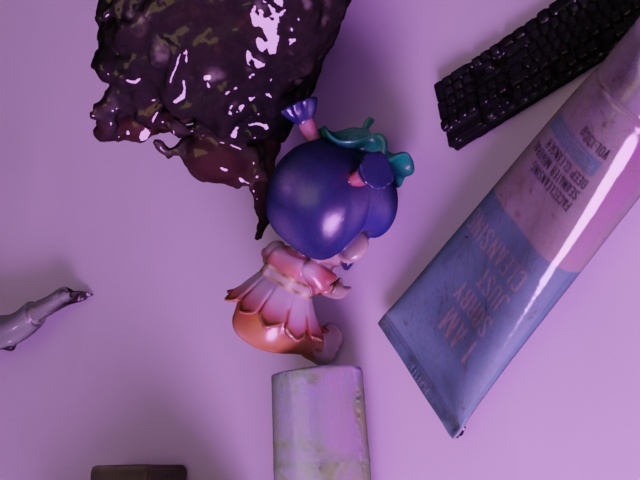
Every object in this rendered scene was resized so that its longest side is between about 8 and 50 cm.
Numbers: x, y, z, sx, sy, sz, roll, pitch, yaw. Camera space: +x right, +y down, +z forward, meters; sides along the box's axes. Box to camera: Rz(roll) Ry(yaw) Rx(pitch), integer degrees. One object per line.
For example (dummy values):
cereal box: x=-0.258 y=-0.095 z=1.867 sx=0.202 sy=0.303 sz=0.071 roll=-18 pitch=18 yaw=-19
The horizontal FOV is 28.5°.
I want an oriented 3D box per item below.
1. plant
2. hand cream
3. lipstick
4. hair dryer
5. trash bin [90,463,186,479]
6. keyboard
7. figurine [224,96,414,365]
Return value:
plant: x=-0.081 y=-0.156 z=0.988 sx=0.234 sy=0.204 sz=0.178 roll=-60 pitch=7 yaw=36
hand cream: x=0.139 y=-0.011 z=0.821 sx=0.312 sy=0.070 sz=0.111 roll=-55 pitch=52 yaw=28
lipstick: x=0.004 y=0.245 z=0.902 sx=0.076 sy=0.076 sz=0.304 roll=-16 pitch=72 yaw=42
hair dryer: x=-0.341 y=0.155 z=1.274 sx=0.267 sy=0.092 sz=0.229 roll=2 pitch=92 yaw=35
trash bin: x=-0.162 y=0.225 z=1.094 sx=0.092 sy=0.043 sz=0.060 roll=-9 pitch=76 yaw=45
keyboard: x=0.154 y=-0.130 z=0.860 sx=0.195 sy=0.018 sz=0.060 roll=-32 pitch=59 yaw=36
figurine: x=0.000 y=0.000 z=0.931 sx=0.111 sy=0.102 sz=0.195 roll=30 pitch=103 yaw=34
